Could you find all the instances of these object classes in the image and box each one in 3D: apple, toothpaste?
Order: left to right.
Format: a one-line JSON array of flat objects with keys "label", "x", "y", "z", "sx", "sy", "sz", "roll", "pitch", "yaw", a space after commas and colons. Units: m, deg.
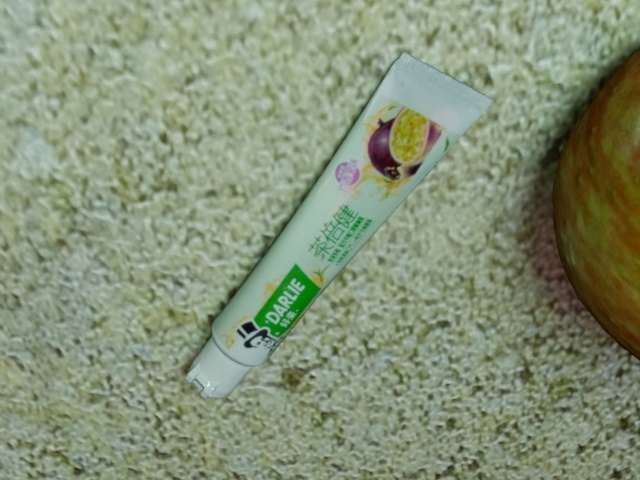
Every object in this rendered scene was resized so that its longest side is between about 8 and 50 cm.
[{"label": "toothpaste", "x": 0.000, "y": 0.000, "z": 0.850, "sx": 0.314, "sy": 0.056, "sz": 0.058, "roll": -52, "pitch": 164, "yaw": 27}, {"label": "apple", "x": 0.313, "y": -0.012, "z": 0.773, "sx": 0.309, "sy": 0.250, "sz": 0.277, "roll": -8, "pitch": 134, "yaw": -9}]
